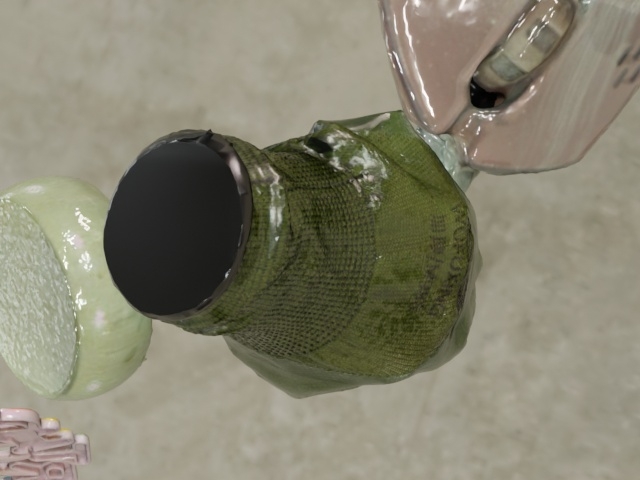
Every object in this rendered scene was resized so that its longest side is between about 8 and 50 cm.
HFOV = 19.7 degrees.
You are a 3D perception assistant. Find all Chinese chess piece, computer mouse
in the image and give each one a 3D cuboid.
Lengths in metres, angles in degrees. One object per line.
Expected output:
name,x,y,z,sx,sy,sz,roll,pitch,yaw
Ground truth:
Chinese chess piece,-0.162,0.030,1.161,0.144,0.058,0.144,27,124,48
computer mouse,0.138,-0.173,1.038,0.115,0.199,0.389,-13,47,60

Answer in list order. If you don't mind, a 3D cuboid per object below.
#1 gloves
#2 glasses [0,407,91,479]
gloves,0.009,0.007,0.763,0.107,0.268,0.135,33,102,18
glasses,-0.175,0.150,0.824,0.255,0.162,0.095,99,151,-58
